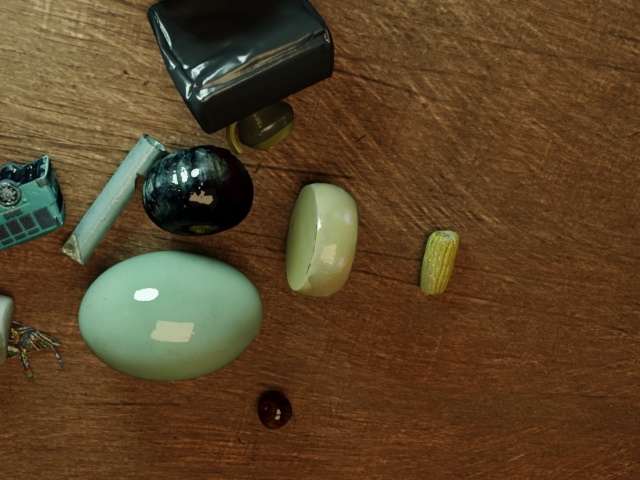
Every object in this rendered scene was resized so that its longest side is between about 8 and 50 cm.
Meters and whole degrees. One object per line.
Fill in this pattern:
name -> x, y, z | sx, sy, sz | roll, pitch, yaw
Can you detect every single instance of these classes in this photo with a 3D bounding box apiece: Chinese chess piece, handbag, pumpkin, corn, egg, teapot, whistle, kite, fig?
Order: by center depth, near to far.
handbag -> -0.158, -0.377, 1.547 | 0.302, 0.275, 0.178 | -29, 154, -9
pumpkin -> -0.247, -0.095, 1.626 | 0.233, 0.233, 0.163 | -4, 74, -16
teapot -> -0.134, -0.245, 1.635 | 0.166, 0.130, 0.119 | -46, 109, -34
whistle -> -0.433, -0.083, 1.661 | 0.062, 0.062, 0.312 | 33, 101, -28
egg -> -0.312, 0.159, 1.693 | 0.389, 0.276, 0.276 | -3, 116, -19
Chinese chess piece -> 0.000, 0.000, 1.732 | 0.097, 0.251, 0.251 | 9, 111, -17
kite -> -0.669, 0.242, 1.770 | 0.183, 0.010, 0.160 | -15, 115, -8
corn -> 0.292, 0.055, 1.965 | 0.085, 0.063, 0.165 | -15, 124, -38
fig -> -0.100, 0.434, 2.018 | 0.089, 0.089, 0.125 | -51, 145, 10

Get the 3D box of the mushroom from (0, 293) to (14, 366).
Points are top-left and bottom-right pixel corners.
mushroom -> -0.839, 0.180, 1.621 | 0.397, 0.126, 0.177 | 9, 115, -25

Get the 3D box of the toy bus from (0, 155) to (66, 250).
toy bus -> -0.634, -0.056, 1.572 | 0.256, 0.128, 0.147 | -21, 121, -5
